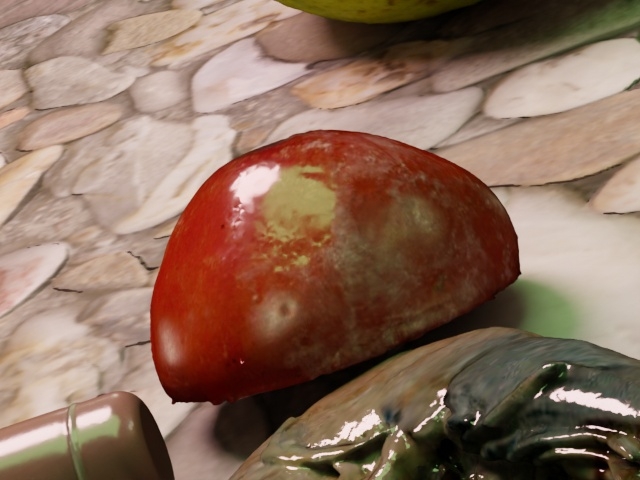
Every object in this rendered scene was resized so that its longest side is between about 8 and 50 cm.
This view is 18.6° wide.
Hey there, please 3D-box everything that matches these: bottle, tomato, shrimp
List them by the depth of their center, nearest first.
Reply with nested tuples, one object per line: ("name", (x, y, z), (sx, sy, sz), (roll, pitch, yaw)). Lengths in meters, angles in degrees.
("shrimp", (0.043, 0.087, 0.612), (0.178, 0.075, 0.289), (-35, 24, -24))
("bottle", (-0.128, 0.101, 0.754), (0.140, 0.053, 0.053), (-19, 21, 5))
("tomato", (0.000, 0.000, 0.801), (0.159, 0.091, 0.139), (-20, 7, -32))

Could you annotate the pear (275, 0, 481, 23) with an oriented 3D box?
("pear", (0.033, -0.312, 1.200), (0.391, 0.391, 0.391), (-18, 21, 7))
